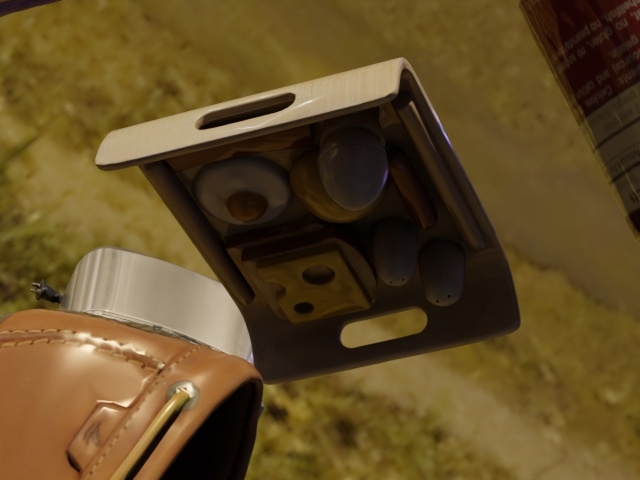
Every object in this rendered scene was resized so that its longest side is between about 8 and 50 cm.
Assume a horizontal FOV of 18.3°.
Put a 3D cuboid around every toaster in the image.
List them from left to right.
[{"bbox_3d":[-0.156,0.099,1.769,0.227,0.129,0.146,22,23,-10],"label":"toaster"}]

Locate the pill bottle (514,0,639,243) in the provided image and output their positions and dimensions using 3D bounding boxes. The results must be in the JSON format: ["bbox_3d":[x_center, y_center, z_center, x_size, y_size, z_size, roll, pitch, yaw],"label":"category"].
[{"bbox_3d":[0.279,-0.123,1.356,0.224,0.224,0.392,-18,80,-61],"label":"pill bottle"}]

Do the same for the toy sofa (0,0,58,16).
[{"bbox_3d":[-0.135,-0.186,0.984,0.150,0.362,0.177,10,67,-82],"label":"toy sofa"}]

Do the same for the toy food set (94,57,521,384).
[{"bbox_3d":[0.000,0.000,1.444,0.306,0.219,0.092,59,23,-48],"label":"toy food set"}]

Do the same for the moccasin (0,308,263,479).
[{"bbox_3d":[-0.116,0.218,0.799,0.139,0.147,0.380,58,48,-59],"label":"moccasin"}]
